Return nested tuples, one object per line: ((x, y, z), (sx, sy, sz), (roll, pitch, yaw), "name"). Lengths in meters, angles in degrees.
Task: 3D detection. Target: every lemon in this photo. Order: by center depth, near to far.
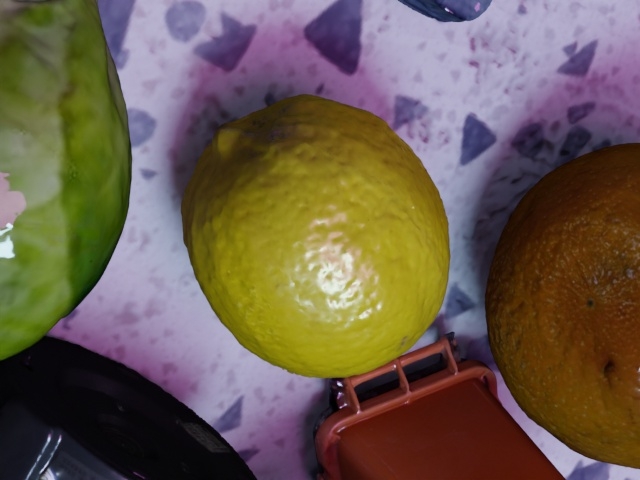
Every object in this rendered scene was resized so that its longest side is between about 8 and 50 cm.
((-0.002, -0.003, 1.108), (0.180, 0.180, 0.193), (-32, 93, -11), "lemon")

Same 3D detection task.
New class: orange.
((0.255, 0.048, 1.224), (0.264, 0.264, 0.264), (-12, 118, -23), "orange")

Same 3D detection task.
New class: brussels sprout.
((-0.214, -0.056, 0.947), (0.210, 0.219, 0.271), (17, 84, -24), "brussels sprout")

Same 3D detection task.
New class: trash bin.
((0.108, 0.201, 1.223), (0.161, 0.238, 0.184), (-20, 120, -19), "trash bin")

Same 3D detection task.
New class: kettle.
((-0.205, 0.246, 1.074), (0.203, 0.262, 0.308), (34, 98, -1), "kettle")

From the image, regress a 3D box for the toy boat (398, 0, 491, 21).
((0.062, -0.267, 1.072), (0.127, 0.078, 0.283), (-27, 122, -19), "toy boat")
